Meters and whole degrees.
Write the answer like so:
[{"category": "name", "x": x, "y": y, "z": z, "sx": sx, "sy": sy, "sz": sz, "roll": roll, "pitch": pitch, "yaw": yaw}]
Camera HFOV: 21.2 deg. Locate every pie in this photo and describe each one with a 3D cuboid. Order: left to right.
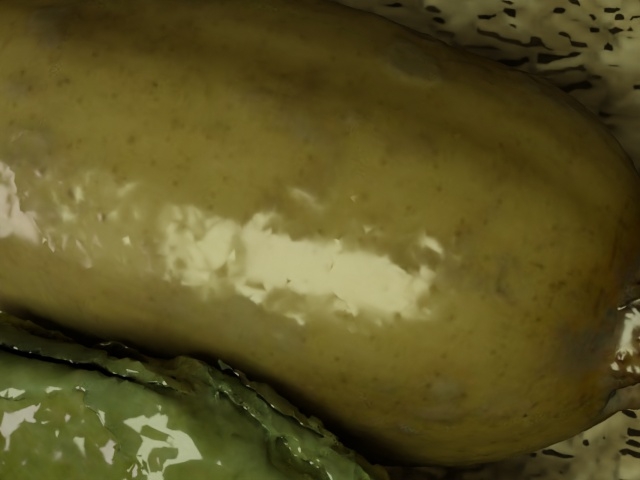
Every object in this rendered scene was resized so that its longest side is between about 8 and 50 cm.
[{"category": "pie", "x": -0.063, "y": 0.126, "z": 0.621, "sx": 0.306, "sy": 0.071, "sz": 0.306, "roll": 15, "pitch": 148, "yaw": 10}]

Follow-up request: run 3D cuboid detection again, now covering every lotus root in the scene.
[{"category": "lotus root", "x": 0.000, "y": 0.000, "z": 0.591, "sx": 0.343, "sy": 0.169, "sz": 0.151, "roll": 17, "pitch": 81, "yaw": 17}]
